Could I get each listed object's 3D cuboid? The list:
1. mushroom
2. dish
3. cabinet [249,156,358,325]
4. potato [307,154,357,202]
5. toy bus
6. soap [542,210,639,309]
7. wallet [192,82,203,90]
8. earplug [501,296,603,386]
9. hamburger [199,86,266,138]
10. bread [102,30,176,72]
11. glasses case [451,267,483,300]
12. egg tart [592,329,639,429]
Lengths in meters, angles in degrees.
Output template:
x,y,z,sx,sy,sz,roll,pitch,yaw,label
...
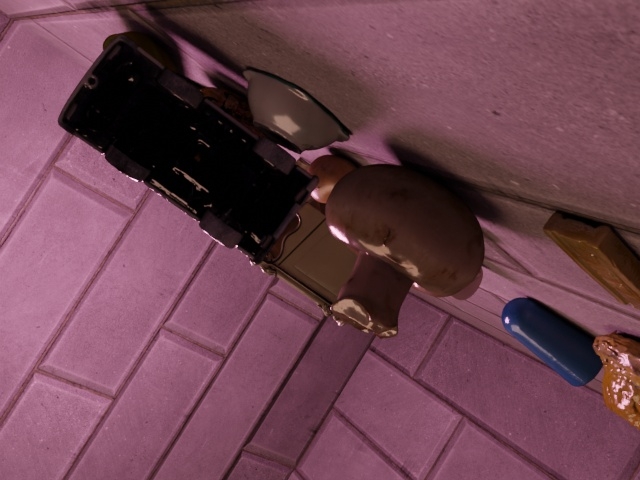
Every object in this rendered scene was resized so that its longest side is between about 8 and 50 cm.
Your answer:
x,y,z,sx,sy,sz,roll,pitch,yaw,label
0.120,0.021,1.155,0.298,0.290,0.297,32,176,3,mushroom
-0.060,-0.214,1.200,0.224,0.078,0.246,31,177,-2,dish
0.000,0.000,1.724,0.318,0.227,0.290,35,-157,-24,cabinet
0.023,-0.133,1.422,0.112,0.112,0.147,33,169,-22,potato
-0.245,-0.171,1.270,0.440,0.209,0.249,35,-179,-11,toy bus
0.416,0.041,0.931,0.252,0.037,0.092,34,177,-34,soap
-0.271,-0.344,1.641,0.198,0.031,0.110,29,176,35,wallet
0.591,0.249,1.720,0.273,0.132,0.132,36,177,-5,earplug
-0.201,-0.256,1.498,0.231,0.106,0.231,15,171,2,hamburger
-0.391,-0.376,1.522,0.166,0.112,0.383,43,174,-6,bread
0.272,0.042,1.636,0.297,0.113,0.075,32,179,-12,glasses case
0.742,0.341,1.399,0.388,0.169,0.388,29,-179,-1,egg tart
